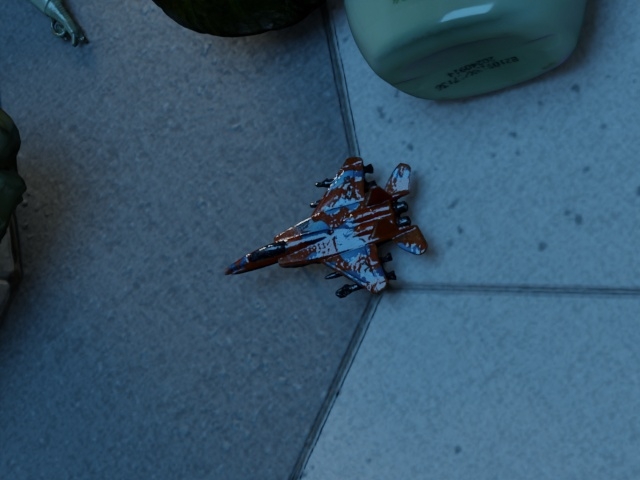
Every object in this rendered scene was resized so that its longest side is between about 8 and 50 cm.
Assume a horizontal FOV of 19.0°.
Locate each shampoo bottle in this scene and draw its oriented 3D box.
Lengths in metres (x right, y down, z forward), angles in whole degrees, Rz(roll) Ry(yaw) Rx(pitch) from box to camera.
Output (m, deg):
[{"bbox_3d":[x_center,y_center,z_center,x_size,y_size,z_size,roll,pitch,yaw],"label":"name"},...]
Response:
[{"bbox_3d":[0.115,-0.309,1.651,0.221,0.151,0.350,-16,67,31],"label":"shampoo bottle"}]

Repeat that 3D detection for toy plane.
[{"bbox_3d":[0.002,0.001,1.679,0.189,0.061,0.130,-22,67,27],"label":"toy plane"}]

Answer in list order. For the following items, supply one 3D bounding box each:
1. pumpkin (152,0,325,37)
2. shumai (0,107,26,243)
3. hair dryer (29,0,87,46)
[{"bbox_3d":[-0.074,-0.303,1.749,0.238,0.159,0.238,1,95,13],"label":"pumpkin"},{"bbox_3d":[-0.437,-0.030,1.780,0.348,0.395,0.395,-32,62,5],"label":"shumai"},{"bbox_3d":[-0.330,-0.246,1.946,0.237,0.075,0.206,38,103,24],"label":"hair dryer"}]
